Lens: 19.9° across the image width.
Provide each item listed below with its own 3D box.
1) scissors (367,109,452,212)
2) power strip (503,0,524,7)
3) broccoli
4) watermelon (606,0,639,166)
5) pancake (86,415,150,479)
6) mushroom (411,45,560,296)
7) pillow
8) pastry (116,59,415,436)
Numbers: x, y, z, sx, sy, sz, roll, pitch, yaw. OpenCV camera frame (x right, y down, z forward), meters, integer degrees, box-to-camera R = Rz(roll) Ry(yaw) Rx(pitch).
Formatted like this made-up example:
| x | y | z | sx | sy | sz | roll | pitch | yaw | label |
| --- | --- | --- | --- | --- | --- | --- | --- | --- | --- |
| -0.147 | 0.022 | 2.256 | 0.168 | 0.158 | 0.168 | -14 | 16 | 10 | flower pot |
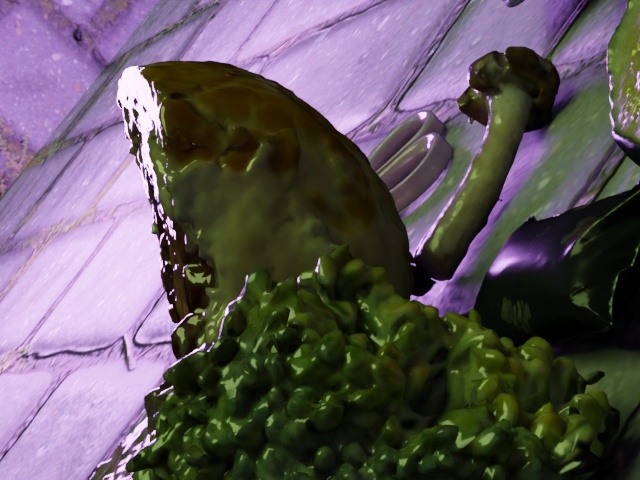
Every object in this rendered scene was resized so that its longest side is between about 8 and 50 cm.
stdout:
| x | y | z | sx | sy | sz | roll | pitch | yaw | label |
| --- | --- | --- | --- | --- | --- | --- | --- | --- | --- |
| 0.000 | 0.000 | 1.331 | 0.242 | 0.030 | 0.118 | -42 | 16 | 12 | scissors |
| 0.202 | -0.246 | 1.247 | 0.229 | 0.141 | 0.261 | -40 | 3 | 26 | power strip |
| -0.005 | 0.105 | 0.810 | 0.242 | 0.180 | 0.273 | -46 | 15 | 13 | broccoli |
| 0.223 | -0.098 | 0.766 | 0.204 | 0.127 | 0.232 | -37 | 21 | 37 | watermelon |
| -0.127 | 0.171 | 1.275 | 0.235 | 0.029 | 0.212 | -43 | 17 | 23 | pancake |
| 0.096 | -0.049 | 1.144 | 0.060 | 0.061 | 0.187 | -17 | 39 | 53 | mushroom |
| 0.125 | 0.016 | 0.920 | 0.090 | 0.048 | 0.150 | -47 | 9 | -24 | pillow |
| -0.029 | 0.005 | 1.084 | 0.170 | 0.237 | 0.256 | -8 | 3 | -4 | pastry |
